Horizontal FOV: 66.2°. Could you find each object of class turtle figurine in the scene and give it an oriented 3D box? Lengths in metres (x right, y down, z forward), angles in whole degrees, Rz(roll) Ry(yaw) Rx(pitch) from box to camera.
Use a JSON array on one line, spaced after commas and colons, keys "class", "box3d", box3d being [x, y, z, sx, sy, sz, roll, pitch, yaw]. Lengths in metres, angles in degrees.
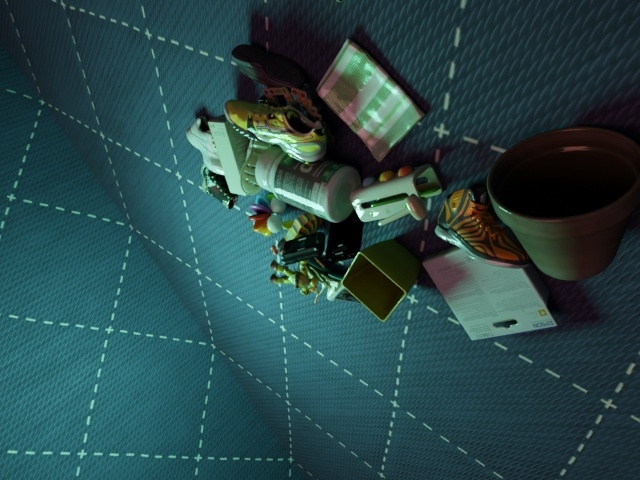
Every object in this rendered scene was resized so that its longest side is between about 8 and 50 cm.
[{"class": "turtle figurine", "box3d": [-0.096, 0.160, 1.981, 0.217, 0.087, 0.270, 12, 136, 13]}]

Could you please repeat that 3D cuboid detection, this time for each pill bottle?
[{"class": "pill bottle", "box3d": [-0.050, -0.215, 1.770, 0.361, 0.204, 0.204, 24, 135, 31]}]

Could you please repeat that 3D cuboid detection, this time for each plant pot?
[{"class": "plant pot", "box3d": [0.236, 0.119, 1.753, 0.212, 0.187, 0.212, 42, 142, 14]}, {"class": "plant pot", "box3d": [0.588, -0.065, 1.175, 0.323, 0.323, 0.280, 12, 144, 41]}]

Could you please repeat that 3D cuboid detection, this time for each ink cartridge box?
[{"class": "ink cartridge box", "box3d": [0.535, 0.150, 1.560, 0.324, 0.071, 0.330, -27, 100, 51]}]

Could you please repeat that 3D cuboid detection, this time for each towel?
[{"class": "towel", "box3d": [0.142, -0.431, 1.530, 0.325, 0.038, 0.248, 49, 142, 4]}]

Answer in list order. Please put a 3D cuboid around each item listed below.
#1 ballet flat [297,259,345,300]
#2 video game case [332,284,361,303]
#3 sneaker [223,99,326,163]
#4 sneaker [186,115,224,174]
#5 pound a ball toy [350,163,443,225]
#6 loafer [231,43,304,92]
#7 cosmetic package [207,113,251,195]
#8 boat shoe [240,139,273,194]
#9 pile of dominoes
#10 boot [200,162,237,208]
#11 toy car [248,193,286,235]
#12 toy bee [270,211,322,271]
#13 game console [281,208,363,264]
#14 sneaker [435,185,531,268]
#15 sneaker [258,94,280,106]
[{"class": "ballet flat", "box3d": [0.028, 0.177, 2.061, 0.342, 0.116, 0.124, 21, 100, 36]}, {"class": "video game case", "box3d": [0.168, 0.202, 1.932, 0.190, 0.022, 0.173, 12, 145, -18]}, {"class": "sneaker", "box3d": [-0.146, -0.405, 1.657, 0.384, 0.145, 0.147, 23, 142, 6]}, {"class": "sneaker", "box3d": [-0.470, -0.409, 2.139, 0.297, 0.111, 0.129, 49, 137, 3]}, {"class": "pound a ball toy", "box3d": [0.223, -0.145, 1.535, 0.319, 0.208, 0.136, -10, 112, 51]}, {"class": "loafer", "box3d": [-0.175, -0.582, 1.702, 0.302, 0.109, 0.095, 33, 160, 20]}, {"class": "cosmetic package", "box3d": [-0.319, -0.356, 1.977, 0.113, 0.160, 0.310, 16, 129, 40]}, {"class": "boat shoe", "box3d": [-0.234, -0.324, 1.904, 0.113, 0.103, 0.302, 18, 115, -3]}, {"class": "pile of dominoes", "box3d": [-0.079, -0.420, 1.693, 0.196, 0.040, 0.251, 11, 150, 41]}, {"class": "boot", "box3d": [-0.462, -0.264, 2.267, 0.178, 0.085, 0.236, 38, 144, 14]}, {"class": "toy car", "box3d": [-0.240, -0.115, 2.075, 0.159, 0.136, 0.182, -2, 76, 48]}, {"class": "toy bee", "box3d": [-0.108, 0.017, 1.990, 0.195, 0.162, 0.298, 32, 116, 50]}, {"class": "game console", "box3d": [0.000, 0.000, 1.826, 0.361, 0.213, 0.044, -15, 138, 33]}, {"class": "sneaker", "box3d": [0.456, -0.051, 1.373, 0.321, 0.124, 0.180, 34, 122, 47]}, {"class": "sneaker", "box3d": [-0.173, -0.464, 1.803, 0.063, 0.075, 0.170, -15, 108, 51]}]
